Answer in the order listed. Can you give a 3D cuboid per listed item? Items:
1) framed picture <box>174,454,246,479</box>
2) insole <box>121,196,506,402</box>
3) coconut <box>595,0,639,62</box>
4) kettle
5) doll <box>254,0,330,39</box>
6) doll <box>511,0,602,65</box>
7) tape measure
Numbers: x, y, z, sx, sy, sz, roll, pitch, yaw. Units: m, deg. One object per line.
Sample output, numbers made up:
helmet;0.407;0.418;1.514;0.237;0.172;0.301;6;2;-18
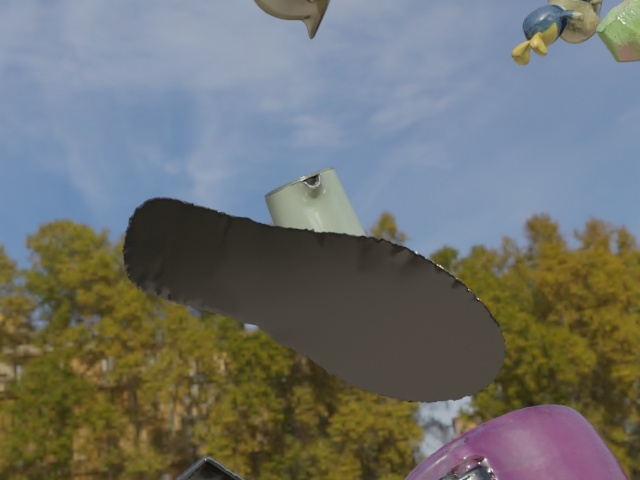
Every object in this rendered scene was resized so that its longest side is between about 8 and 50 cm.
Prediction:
framed picture;-0.167;0.430;1.290;0.347;0.016;0.265;-42;-62;15
insole;-0.016;0.038;0.767;0.322;0.109;0.007;16;5;25
coconut;0.378;-0.250;1.234;0.083;0.081;0.082;-40;-1;-35
kettle;0.005;-0.002;1.187;0.098;0.148;0.127;-24;-1;16
doll;-0.113;-0.558;1.873;0.370;0.226;0.215;36;-16;4
doll;0.338;-0.303;1.440;0.089;0.179;0.102;45;-19;-11
tape measure;0.156;0.252;0.934;0.245;0.149;0.231;3;-47;-36
